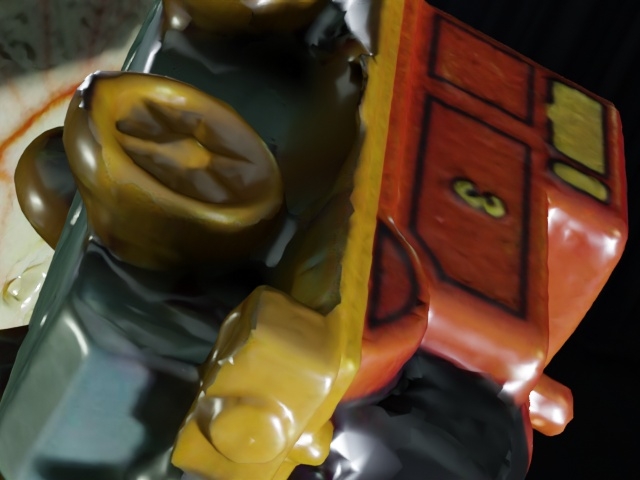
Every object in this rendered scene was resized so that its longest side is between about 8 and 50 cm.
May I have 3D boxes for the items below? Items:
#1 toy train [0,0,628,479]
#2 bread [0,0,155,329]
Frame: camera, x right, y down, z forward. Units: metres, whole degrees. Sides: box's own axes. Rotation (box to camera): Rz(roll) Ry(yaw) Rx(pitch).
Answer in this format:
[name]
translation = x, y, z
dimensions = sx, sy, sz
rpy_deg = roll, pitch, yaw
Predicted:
[toy train]
translation = 0.000, 0.000, 0.718
dimensions = 0.232, 0.163, 0.369
rpy_deg = 24, -146, -10
[bread]
translation = -0.164, -0.051, 0.971
dimensions = 0.114, 0.327, 0.295
rpy_deg = 34, -114, 23
